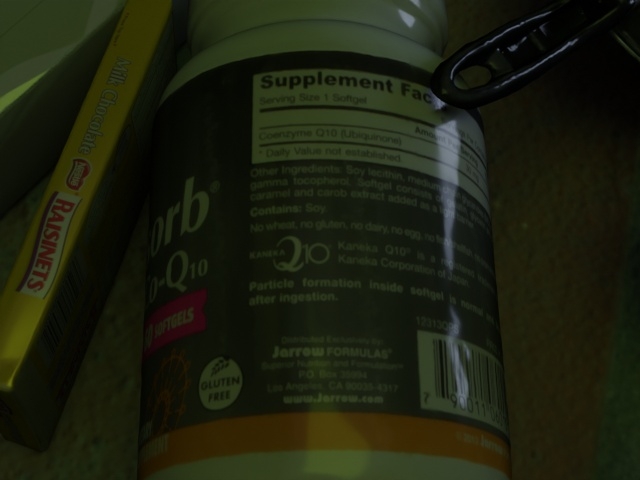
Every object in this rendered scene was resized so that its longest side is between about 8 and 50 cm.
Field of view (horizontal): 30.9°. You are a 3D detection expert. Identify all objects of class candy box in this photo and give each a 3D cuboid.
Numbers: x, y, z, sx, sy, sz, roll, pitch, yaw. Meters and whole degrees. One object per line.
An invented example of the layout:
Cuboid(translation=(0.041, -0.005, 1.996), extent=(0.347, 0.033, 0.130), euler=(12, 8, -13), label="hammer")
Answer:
Cuboid(translation=(-0.112, -0.009, 0.560), extent=(0.027, 0.105, 0.206), euler=(17, 65, 0), label="candy box")

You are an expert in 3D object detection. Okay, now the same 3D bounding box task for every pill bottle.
Cuboid(translation=(0.000, 0.000, 0.540), extent=(0.162, 0.162, 0.278), euler=(1, 66, -6), label="pill bottle")

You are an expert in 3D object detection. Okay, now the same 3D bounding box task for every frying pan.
Cuboid(translation=(0.152, -0.154, 0.613), extent=(0.326, 0.053, 0.197), euler=(-2, 60, -41), label="frying pan")

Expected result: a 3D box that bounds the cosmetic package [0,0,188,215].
Cuboid(translation=(-0.263, -0.122, 0.595), extent=(0.284, 0.097, 0.377), euler=(38, 68, 11), label="cosmetic package")
